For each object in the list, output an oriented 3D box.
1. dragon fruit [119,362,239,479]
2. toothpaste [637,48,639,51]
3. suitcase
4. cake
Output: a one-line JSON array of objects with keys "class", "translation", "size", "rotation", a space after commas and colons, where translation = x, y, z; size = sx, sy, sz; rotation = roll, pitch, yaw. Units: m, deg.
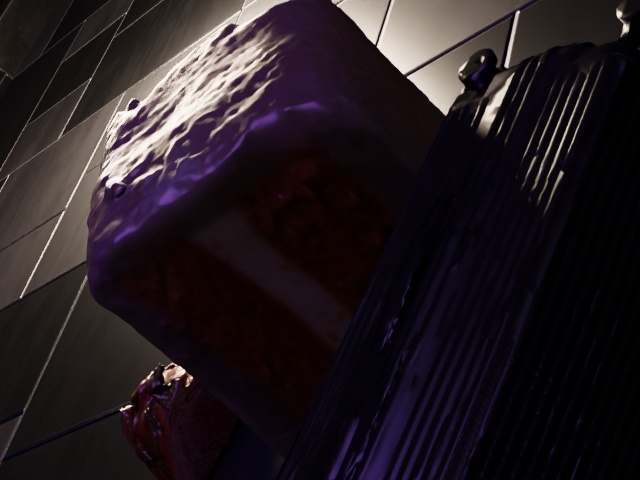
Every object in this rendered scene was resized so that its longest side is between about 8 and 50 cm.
[{"class": "dragon fruit", "translation": [-0.131, 0.149, 1.144], "size": [0.102, 0.096, 0.147], "rotation": [-21, 35, 51]}, {"class": "toothpaste", "translation": [0.206, -0.135, 1.063], "size": [0.056, 0.036, 0.205], "rotation": [-60, 23, -16]}, {"class": "suitcase", "translation": [0.138, 0.071, 0.657], "size": [0.152, 0.229, 0.335], "rotation": [-15, 42, 51]}, {"class": "cake", "translation": [0.000, 0.000, 0.902], "size": [0.237, 0.309, 0.230], "rotation": [-38, 30, 17]}]
